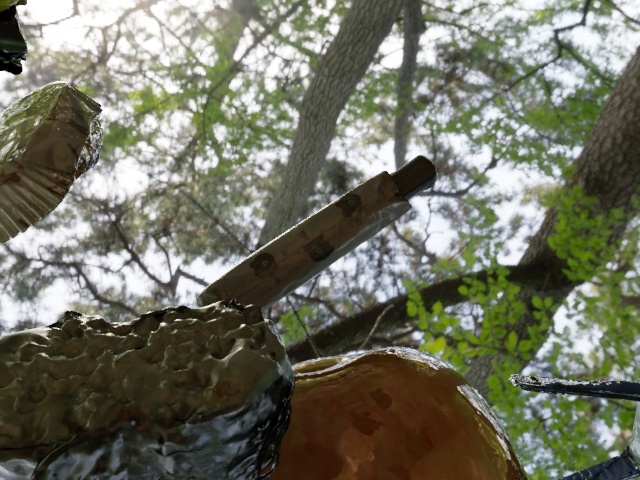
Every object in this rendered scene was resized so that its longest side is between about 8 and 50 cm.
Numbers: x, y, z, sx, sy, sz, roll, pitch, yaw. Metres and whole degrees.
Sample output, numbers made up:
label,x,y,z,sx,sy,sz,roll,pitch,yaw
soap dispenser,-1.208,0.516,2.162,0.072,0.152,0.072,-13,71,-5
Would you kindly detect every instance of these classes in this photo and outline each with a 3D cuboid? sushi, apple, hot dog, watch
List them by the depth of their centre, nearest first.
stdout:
label,x,y,z,sx,sy,sz,roll,pitch,yaw
sushi,-0.120,0.124,0.400,0.213,0.114,0.147,-7,-149,-12
hot dog,-0.206,-0.059,0.431,0.099,0.053,0.192,-21,-145,2
apple,0.032,0.293,0.636,0.392,0.391,0.346,-5,-105,-24
watch,0.412,0.343,0.959,0.275,0.276,0.068,3,-160,-8

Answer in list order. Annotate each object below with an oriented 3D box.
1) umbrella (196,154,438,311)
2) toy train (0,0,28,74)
label,x,y,z,sx,sy,sz,roll,pitch,yaw
umbrella,0.000,0.000,0.741,0.337,0.073,0.067,-34,-85,-6
toy train,-0.264,-0.149,0.369,0.219,0.089,0.127,-22,-84,-62
